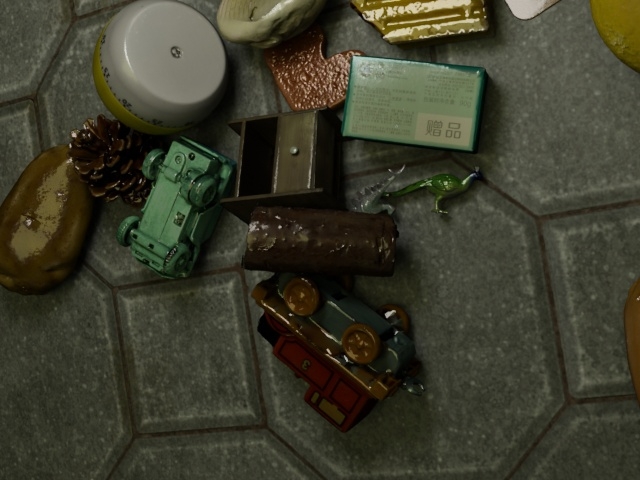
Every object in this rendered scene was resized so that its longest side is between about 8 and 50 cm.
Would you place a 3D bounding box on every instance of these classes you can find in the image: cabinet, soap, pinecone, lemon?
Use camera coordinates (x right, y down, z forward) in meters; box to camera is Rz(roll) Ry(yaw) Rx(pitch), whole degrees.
[{"bbox_3d":[-0.060,-0.137,1.612,0.215,0.148,0.175,-5,70,23],"label":"cabinet"},{"bbox_3d":[0.183,-0.438,1.559,0.257,0.080,0.160,-2,90,24],"label":"soap"},{"bbox_3d":[-0.426,-0.169,1.760,0.185,0.212,0.169,43,108,25],"label":"pinecone"},{"bbox_3d":[0.548,-0.367,1.325,0.236,0.236,0.263,-46,48,18],"label":"lemon"}]

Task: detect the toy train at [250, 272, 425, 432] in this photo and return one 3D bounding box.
[{"bbox_3d":[0.030,0.199,1.610,0.369,0.163,0.232,37,114,18],"label":"toy train"}]

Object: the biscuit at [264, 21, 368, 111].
[{"bbox_3d":[-0.002,-0.343,1.668,0.186,0.036,0.192,-32,79,19],"label":"biscuit"}]

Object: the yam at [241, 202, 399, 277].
[{"bbox_3d":[0.000,0.000,1.541,0.279,0.131,0.131,3,93,-3],"label":"yam"}]

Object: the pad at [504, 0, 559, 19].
[{"bbox_3d":[0.367,-0.542,1.518,0.181,0.004,0.267,-31,79,21],"label":"pad"}]

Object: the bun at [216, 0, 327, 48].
[{"bbox_3d":[-0.081,-0.452,1.632,0.237,0.116,0.210,-16,47,18],"label":"bun"}]

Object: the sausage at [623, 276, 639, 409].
[{"bbox_3d":[0.578,0.218,1.396,0.134,0.116,0.354,-16,81,33],"label":"sausage"}]

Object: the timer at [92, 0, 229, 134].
[{"bbox_3d":[-0.339,-0.330,1.718,0.285,0.285,0.285,1,92,23],"label":"timer"}]

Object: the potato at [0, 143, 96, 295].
[{"bbox_3d":[-0.607,-0.046,1.880,0.195,0.176,0.369,35,102,47],"label":"potato"}]

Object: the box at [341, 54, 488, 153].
[{"bbox_3d":[0.173,-0.246,1.548,0.244,0.092,0.153,10,96,15],"label":"box"}]

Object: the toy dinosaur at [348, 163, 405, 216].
[{"bbox_3d":[0.098,-0.065,1.613,0.082,0.039,0.209,45,123,21],"label":"toy dinosaur"}]

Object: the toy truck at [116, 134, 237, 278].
[{"bbox_3d":[-0.286,-0.065,1.734,0.155,0.156,0.279,28,103,20],"label":"toy truck"}]

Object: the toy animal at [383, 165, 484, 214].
[{"bbox_3d":[0.199,-0.080,1.587,0.216,0.041,0.075,-12,80,27],"label":"toy animal"}]
